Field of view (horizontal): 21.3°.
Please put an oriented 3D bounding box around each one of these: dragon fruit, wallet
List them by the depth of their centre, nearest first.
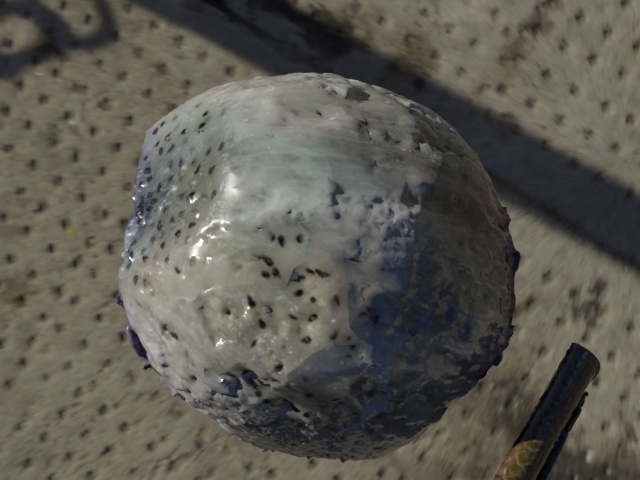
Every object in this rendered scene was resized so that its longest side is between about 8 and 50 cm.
[{"bbox_3d":[0.000,0.000,1.218,0.204,0.221,0.283,-14,62,39],"label":"dragon fruit"},{"bbox_3d":[0.135,0.199,1.250,0.039,0.133,0.243,29,69,12],"label":"wallet"}]
